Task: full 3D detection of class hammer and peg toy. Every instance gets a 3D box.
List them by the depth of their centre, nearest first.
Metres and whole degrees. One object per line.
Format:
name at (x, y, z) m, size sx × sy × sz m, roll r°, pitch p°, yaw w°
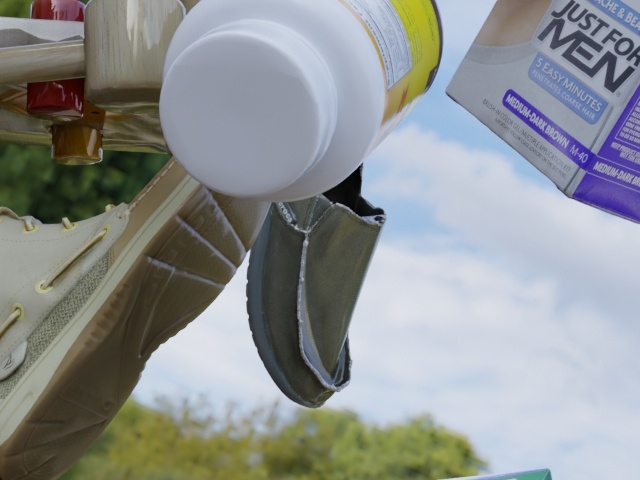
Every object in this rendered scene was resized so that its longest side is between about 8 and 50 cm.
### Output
hammer and peg toy at (-0.175, -0.114, 1.182) m, size 0.266 × 0.127 × 0.361 m, roll 3°, pitch -11°, yaw -2°

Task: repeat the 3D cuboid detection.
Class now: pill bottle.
pill bottle at (-0.010, -0.091, 0.977) m, size 0.117 × 0.117 × 0.215 m, roll 22°, pitch 22°, yaw 9°

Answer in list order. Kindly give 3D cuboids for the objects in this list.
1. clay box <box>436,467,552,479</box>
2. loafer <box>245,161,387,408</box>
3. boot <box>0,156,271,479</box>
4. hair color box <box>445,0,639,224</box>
clay box at (0.024, 0.170, 1.057) m, size 0.127 × 0.053 × 0.222 m, roll -6°, pitch -6°, yaw -29°
loafer at (0.000, 0.000, 1.361) m, size 0.087 × 0.251 × 0.094 m, roll -3°, pitch 2°, yaw 26°
boot at (-0.166, -0.002, 1.143) m, size 0.203 × 0.262 × 0.095 m, roll 35°, pitch -4°, yaw 32°
hair color box at (0.256, -0.205, 1.410) m, size 0.110 × 0.339 × 0.185 m, roll 18°, pitch 18°, yaw -40°
